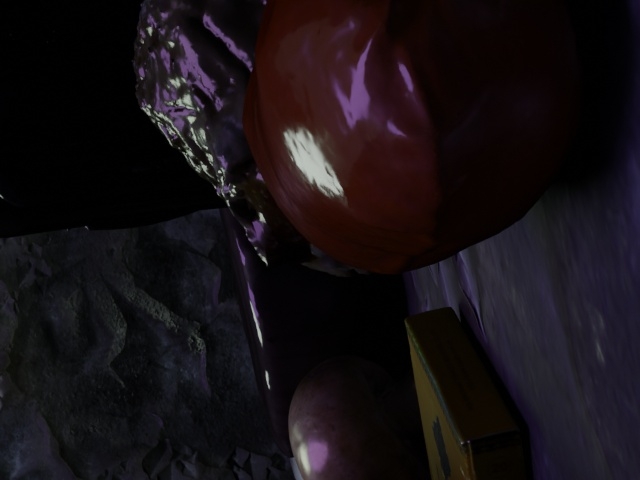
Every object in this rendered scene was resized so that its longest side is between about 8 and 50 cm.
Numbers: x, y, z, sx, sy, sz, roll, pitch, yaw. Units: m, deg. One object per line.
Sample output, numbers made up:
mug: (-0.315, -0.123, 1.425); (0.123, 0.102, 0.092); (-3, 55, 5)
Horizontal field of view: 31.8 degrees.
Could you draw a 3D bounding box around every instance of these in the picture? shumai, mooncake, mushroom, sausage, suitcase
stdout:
shumai: (-0.022, -0.071, 0.730); (0.218, 0.189, 0.256); (-105, -1, -49)
mooncake: (-0.008, 0.061, 1.140); (0.306, 0.154, 0.306); (167, 90, -87)
mushroom: (0.048, 0.169, 0.933); (0.166, 0.127, 0.166); (55, -168, -19)
sausage: (0.034, -0.052, 0.477); (0.258, 0.133, 0.133); (145, 113, -81)
suitcase: (-0.147, -0.162, 0.923); (0.188, 0.345, 0.339); (-111, 18, -48)

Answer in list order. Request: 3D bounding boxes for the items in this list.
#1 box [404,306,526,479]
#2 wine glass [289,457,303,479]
box: (0.107, 0.201, 0.765); (0.153, 0.041, 0.279); (-107, 7, -64)
wine glass: (0.042, 0.305, 1.326); (0.143, 0.143, 0.321); (92, 167, -73)
